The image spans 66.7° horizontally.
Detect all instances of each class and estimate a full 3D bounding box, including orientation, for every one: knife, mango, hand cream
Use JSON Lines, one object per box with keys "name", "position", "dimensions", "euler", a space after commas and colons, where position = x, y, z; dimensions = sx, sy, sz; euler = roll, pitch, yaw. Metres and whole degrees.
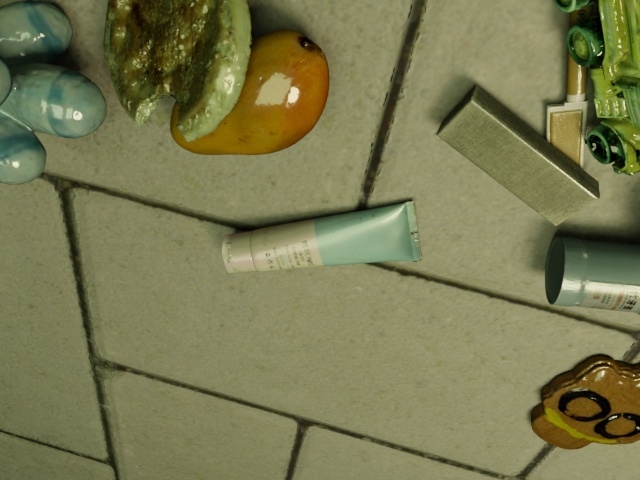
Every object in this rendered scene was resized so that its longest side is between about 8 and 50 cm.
{"name": "knife", "position": [0.303, -0.160, 0.598], "dimensions": [0.046, 0.022, 0.256], "euler": [-2, 129, 21]}
{"name": "mango", "position": [-0.095, -0.172, 0.633], "dimensions": [0.253, 0.113, 0.138], "euler": [-18, 133, 30]}
{"name": "hand cream", "position": [0.000, 0.000, 0.779], "dimensions": [0.312, 0.070, 0.111], "euler": [-7, 122, 9]}

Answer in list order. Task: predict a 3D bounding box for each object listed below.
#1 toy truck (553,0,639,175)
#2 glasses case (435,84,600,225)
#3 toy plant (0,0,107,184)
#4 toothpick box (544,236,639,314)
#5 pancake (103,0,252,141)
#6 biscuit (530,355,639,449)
{"name": "toy truck", "position": [0.338, -0.182, 0.484], "dimensions": [0.128, 0.135, 0.259], "euler": [-26, 123, 5]}
{"name": "glasses case", "position": [0.253, -0.107, 0.623], "dimensions": [0.205, 0.047, 0.071], "euler": [35, 138, -6]}
{"name": "toy plant", "position": [-0.442, -0.206, 0.634], "dimensions": [0.332, 0.247, 0.247], "euler": [11, 127, 1]}
{"name": "toothpick box", "position": [0.405, 0.050, 0.676], "dimensions": [0.153, 0.101, 0.101], "euler": [5, 126, 12]}
{"name": "pancake", "position": [-0.181, -0.248, 0.579], "dimensions": [0.254, 0.037, 0.253], "euler": [8, 105, 33]}
{"name": "biscuit", "position": [0.513, 0.301, 0.870], "dimensions": [0.208, 0.041, 0.290], "euler": [29, 127, -9]}
